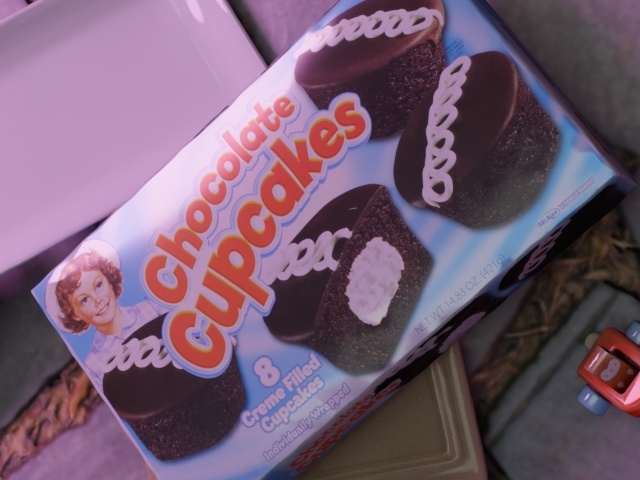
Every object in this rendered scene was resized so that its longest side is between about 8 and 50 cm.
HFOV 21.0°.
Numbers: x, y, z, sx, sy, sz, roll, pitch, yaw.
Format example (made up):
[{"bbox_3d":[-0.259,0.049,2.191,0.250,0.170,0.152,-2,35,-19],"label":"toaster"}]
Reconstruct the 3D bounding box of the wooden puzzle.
[{"bbox_3d":[-0.019,0.066,1.066,0.221,0.044,0.238,-13,81,21],"label":"wooden puzzle"}]

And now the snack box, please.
[{"bbox_3d":[0.000,0.000,1.005,0.322,0.060,0.187,-42,71,15],"label":"snack box"}]

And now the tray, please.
[{"bbox_3d":[-0.168,-0.071,1.080,0.270,0.030,0.145,-30,78,-6],"label":"tray"}]

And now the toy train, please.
[{"bbox_3d":[0.208,0.042,0.944,0.166,0.046,0.125,-52,45,11],"label":"toy train"}]
